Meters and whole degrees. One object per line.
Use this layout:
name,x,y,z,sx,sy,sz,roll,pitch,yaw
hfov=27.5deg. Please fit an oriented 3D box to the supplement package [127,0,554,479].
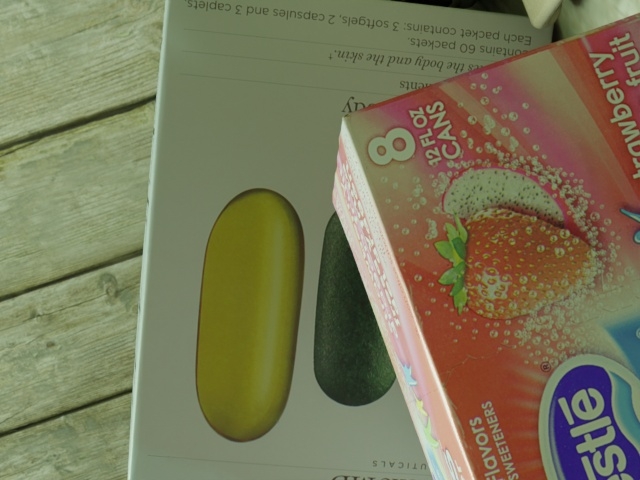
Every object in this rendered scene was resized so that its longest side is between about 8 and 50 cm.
supplement package,0.000,0.000,0.749,0.198,0.199,0.262,-136,52,-82

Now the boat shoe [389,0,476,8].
boat shoe,0.027,-0.193,0.843,0.285,0.092,0.102,-119,11,-68

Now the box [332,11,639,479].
box,0.121,0.087,0.443,0.142,0.154,0.299,96,154,-81

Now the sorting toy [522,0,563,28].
sorting toy,0.081,-0.202,0.534,0.208,0.038,0.193,66,-175,-84
